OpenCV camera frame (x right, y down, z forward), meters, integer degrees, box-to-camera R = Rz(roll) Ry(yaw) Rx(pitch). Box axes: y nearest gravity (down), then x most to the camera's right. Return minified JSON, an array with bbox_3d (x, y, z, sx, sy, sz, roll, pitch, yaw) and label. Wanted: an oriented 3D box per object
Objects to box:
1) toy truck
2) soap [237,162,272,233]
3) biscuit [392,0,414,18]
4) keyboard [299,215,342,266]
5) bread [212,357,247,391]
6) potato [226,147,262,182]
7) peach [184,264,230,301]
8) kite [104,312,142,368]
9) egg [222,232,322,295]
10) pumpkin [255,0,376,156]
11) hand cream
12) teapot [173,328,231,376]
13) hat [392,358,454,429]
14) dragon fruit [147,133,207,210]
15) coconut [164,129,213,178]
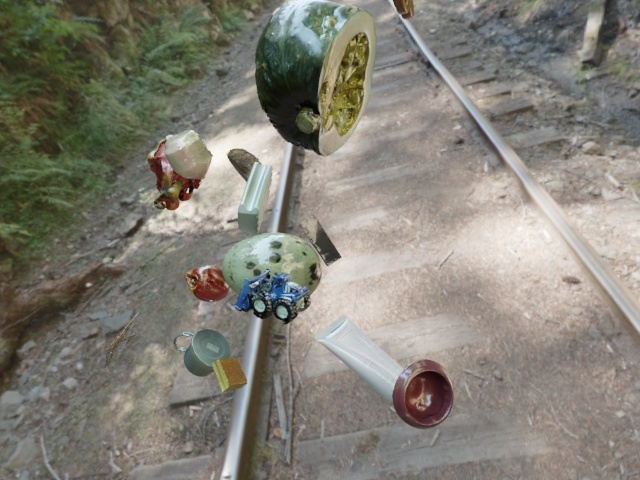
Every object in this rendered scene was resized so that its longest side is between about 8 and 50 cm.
[{"bbox_3d":[-0.141,0.153,1.203,0.208,0.126,0.113,3,14,25],"label":"toy truck"},{"bbox_3d":[-0.297,-0.196,1.912,0.095,0.172,0.289,12,55,-1],"label":"soap"},{"bbox_3d":[0.198,-0.703,1.102,0.044,0.185,0.295,-9,-8,27],"label":"biscuit"},{"bbox_3d":[-0.001,0.001,1.570,0.074,0.196,0.015,-31,-6,-28],"label":"keyboard"},{"bbox_3d":[-0.264,0.389,1.219,0.035,0.094,0.090,-36,66,15],"label":"bread"},{"bbox_3d":[-0.380,-0.383,2.187,0.120,0.261,0.100,-45,23,-16],"label":"potato"},{"bbox_3d":[-0.533,0.230,2.102,0.159,0.267,0.153,-27,56,12],"label":"peach"},{"bbox_3d":[-0.607,0.303,1.288,0.198,0.006,0.244,-60,4,-6],"label":"kite"},{"bbox_3d":[-0.183,0.109,1.599,0.380,0.287,0.287,12,39,1],"label":"egg"},{"bbox_3d":[-0.029,-0.329,0.845,0.197,0.292,0.263,23,56,17],"label":"pumpkin"},{"bbox_3d":[0.160,0.422,1.489,0.359,0.118,0.186,39,42,22],"label":"hand cream"},{"bbox_3d":[-0.448,0.433,1.569,0.149,0.239,0.162,-47,7,28],"label":"teapot"},{"bbox_3d":[0.294,0.443,1.216,0.206,0.205,0.089,-32,6,-18],"label":"hat"},{"bbox_3d":[-0.570,-0.281,1.696,0.228,0.307,0.243,-6,7,36],"label":"dragon fruit"},{"bbox_3d":[-0.324,-0.209,1.050,0.110,0.124,0.110,-18,34,13],"label":"coconut"}]
